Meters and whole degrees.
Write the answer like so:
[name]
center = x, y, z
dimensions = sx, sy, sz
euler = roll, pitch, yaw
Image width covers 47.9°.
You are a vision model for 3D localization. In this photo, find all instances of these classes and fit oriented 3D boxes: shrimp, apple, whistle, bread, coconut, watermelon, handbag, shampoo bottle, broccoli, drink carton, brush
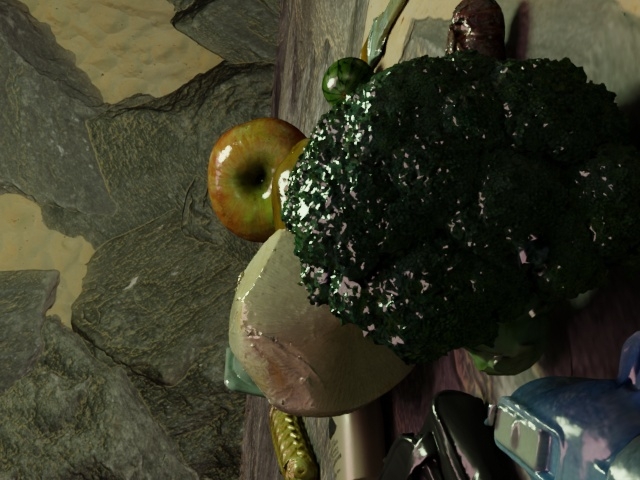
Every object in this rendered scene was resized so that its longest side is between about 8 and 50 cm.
[shrimp]
center = 0.154, -0.156, 0.750
dimensions = 0.073, 0.074, 0.190
euler = 19, 117, 47
[apple]
center = -0.135, -0.152, 1.771
dimensions = 0.250, 0.277, 0.309
euler = -63, -2, -73
[whistle]
center = 0.183, 0.133, 0.399
dimensions = 0.269, 0.093, 0.180
euler = -154, 70, -73
[bread]
center = -0.064, 0.440, 1.580
dimensions = 0.077, 0.084, 0.367
euler = -41, 13, -3
[coconut]
center = 0.003, 0.100, 0.913
dimensions = 0.247, 0.244, 0.245
euler = 117, 156, -67
[watermelon]
center = 0.051, -0.280, 1.283
dimensions = 0.109, 0.108, 0.109
euler = -174, 90, -80
[handbag]
center = 0.115, 0.306, 0.666
dimensions = 0.275, 0.088, 0.244
euler = -96, 19, -52
[shampoo bottle]
center = 0.050, 0.241, 1.051
dimensions = 0.127, 0.078, 0.257
euler = 105, 167, -45
[broccoli]
center = 0.107, -0.007, 0.530
dimensions = 0.270, 0.269, 0.270
euler = -100, -17, -56
[drink carton]
center = -0.110, 0.239, 1.694
dimensions = 0.185, 0.191, 0.190
euler = -99, 28, -64
[brush]
center = 0.114, -0.378, 1.211
dimensions = 0.336, 0.020, 0.086
euler = 127, 148, -70

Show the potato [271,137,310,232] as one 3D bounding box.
[potato]
center = 0.000, 0.000, 1.232
dimensions = 0.195, 0.176, 0.369
euler = 146, 124, -70
